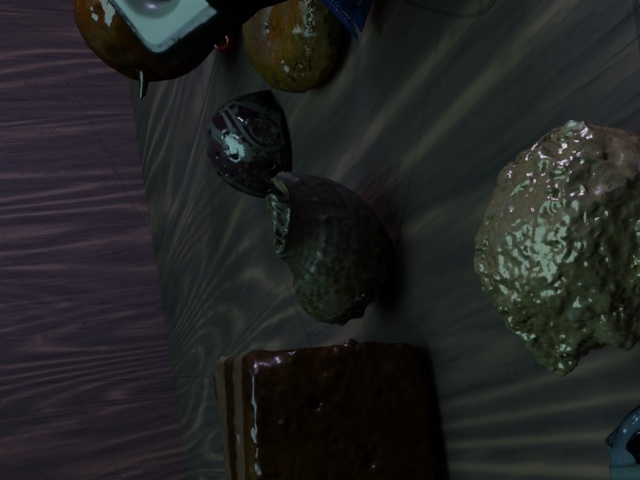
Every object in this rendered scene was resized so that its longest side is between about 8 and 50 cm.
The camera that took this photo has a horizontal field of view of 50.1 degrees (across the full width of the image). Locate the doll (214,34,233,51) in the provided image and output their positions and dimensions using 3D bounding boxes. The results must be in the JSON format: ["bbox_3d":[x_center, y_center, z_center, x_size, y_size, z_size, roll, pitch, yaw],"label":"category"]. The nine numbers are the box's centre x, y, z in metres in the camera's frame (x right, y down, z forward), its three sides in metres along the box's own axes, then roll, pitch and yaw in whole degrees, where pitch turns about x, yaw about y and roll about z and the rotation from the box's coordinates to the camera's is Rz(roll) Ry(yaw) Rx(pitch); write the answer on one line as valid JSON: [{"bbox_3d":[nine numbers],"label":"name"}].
[{"bbox_3d":[-0.180,-0.452,1.036,0.105,0.200,0.336,-16,-83,-81],"label":"doll"}]

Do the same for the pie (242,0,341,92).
[{"bbox_3d":[-0.039,-0.317,0.859,0.273,0.069,0.273,20,112,62],"label":"pie"}]

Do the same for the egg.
[{"bbox_3d":[0.149,0.003,0.393,0.118,0.116,0.140,-75,-8,-61],"label":"egg"}]

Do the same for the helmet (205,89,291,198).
[{"bbox_3d":[-0.122,-0.148,1.071,0.177,0.107,0.153,-116,31,-43],"label":"helmet"}]

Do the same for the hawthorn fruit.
[{"bbox_3d":[-0.299,-0.395,1.201,0.277,0.277,0.298,-178,98,-69],"label":"hawthorn fruit"}]

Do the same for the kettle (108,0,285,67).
[{"bbox_3d":[-0.119,-0.378,0.567,0.361,0.250,0.376,-25,95,28],"label":"kettle"}]

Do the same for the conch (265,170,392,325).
[{"bbox_3d":[0.000,0.000,0.741,0.130,0.207,0.155,-39,38,12],"label":"conch"}]

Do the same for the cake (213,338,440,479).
[{"bbox_3d":[-0.010,0.212,0.776,0.293,0.196,0.199,154,110,-73],"label":"cake"}]

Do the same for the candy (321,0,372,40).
[{"bbox_3d":[0.043,-0.282,0.686,0.088,0.038,0.136,58,137,30],"label":"candy"}]

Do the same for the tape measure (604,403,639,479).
[{"bbox_3d":[0.204,0.121,0.367,0.091,0.054,0.094,55,136,49],"label":"tape measure"}]
